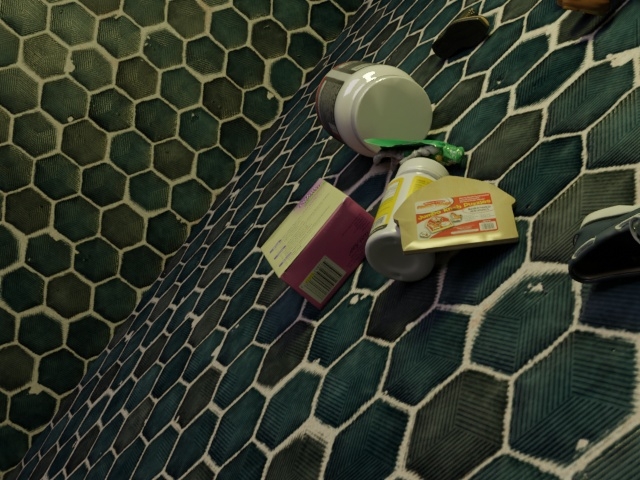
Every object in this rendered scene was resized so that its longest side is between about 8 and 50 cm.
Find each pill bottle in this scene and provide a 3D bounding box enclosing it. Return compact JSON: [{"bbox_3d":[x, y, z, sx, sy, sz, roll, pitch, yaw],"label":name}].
[{"bbox_3d":[0.158,-0.041,1.305,0.119,0.119,0.209,-32,26,44],"label":"pill bottle"},{"bbox_3d":[0.119,-0.306,1.758,0.210,0.210,0.363,-49,19,5],"label":"pill bottle"}]

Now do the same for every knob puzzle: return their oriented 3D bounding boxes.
[{"bbox_3d":[0.212,-0.041,1.197,0.213,0.030,0.213,-9,35,7],"label":"knob puzzle"}]

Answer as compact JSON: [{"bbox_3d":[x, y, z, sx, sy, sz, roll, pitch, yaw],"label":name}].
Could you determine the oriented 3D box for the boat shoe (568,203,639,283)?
[{"bbox_3d":[0.362,-0.005,0.800,0.079,0.095,0.254,-57,18,-24],"label":"boat shoe"}]

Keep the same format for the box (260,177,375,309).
[{"bbox_3d":[0.000,0.000,1.600,0.214,0.117,0.243,-50,19,2],"label":"box"}]

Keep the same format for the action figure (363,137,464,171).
[{"bbox_3d":[0.200,-0.167,1.491,0.232,0.137,0.064,6,81,58],"label":"action figure"}]

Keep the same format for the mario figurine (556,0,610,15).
[{"bbox_3d":[0.521,-0.556,1.303,0.198,0.170,0.321,45,135,50],"label":"mario figurine"}]

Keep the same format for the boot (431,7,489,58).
[{"bbox_3d":[0.366,-0.538,1.853,0.137,0.077,0.198,-52,19,-20],"label":"boot"}]
